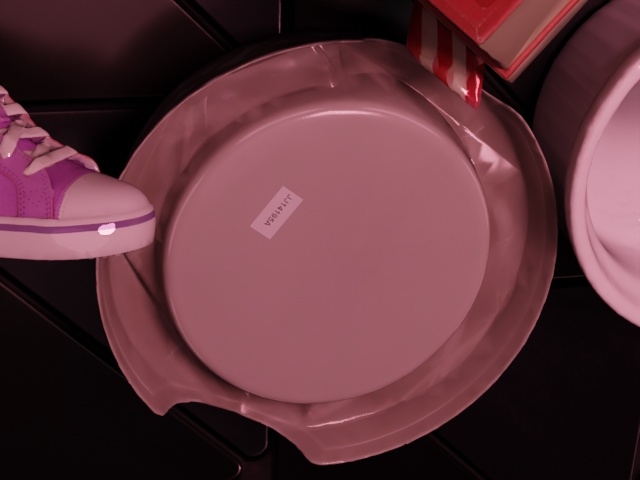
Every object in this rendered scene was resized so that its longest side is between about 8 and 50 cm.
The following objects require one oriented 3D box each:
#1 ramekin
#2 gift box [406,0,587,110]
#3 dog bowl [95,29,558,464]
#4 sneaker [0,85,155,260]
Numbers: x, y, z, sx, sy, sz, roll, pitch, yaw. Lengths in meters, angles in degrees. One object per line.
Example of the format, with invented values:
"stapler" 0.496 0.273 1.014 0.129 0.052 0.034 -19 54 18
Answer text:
"ramekin" 0.300 -0.074 1.023 0.277 0.135 0.277 -6 117 -11
"gift box" 0.111 -0.236 0.801 0.255 0.258 0.276 -43 85 12
"dog bowl" 0.000 0.000 1.000 0.348 0.102 0.349 -6 116 -12
"sneaker" -0.234 -0.085 0.851 0.282 0.102 0.161 15 106 10
